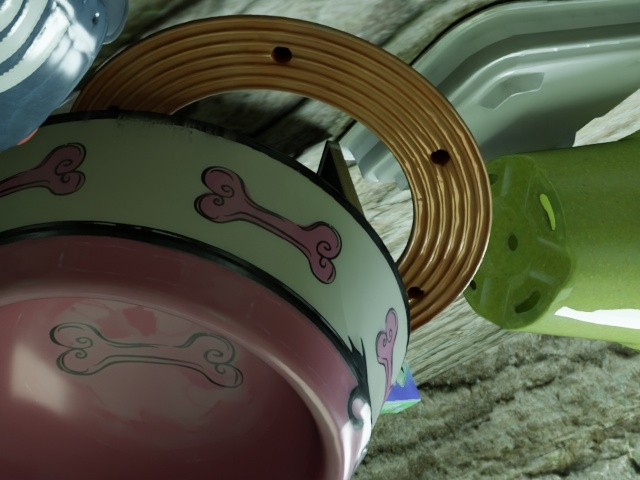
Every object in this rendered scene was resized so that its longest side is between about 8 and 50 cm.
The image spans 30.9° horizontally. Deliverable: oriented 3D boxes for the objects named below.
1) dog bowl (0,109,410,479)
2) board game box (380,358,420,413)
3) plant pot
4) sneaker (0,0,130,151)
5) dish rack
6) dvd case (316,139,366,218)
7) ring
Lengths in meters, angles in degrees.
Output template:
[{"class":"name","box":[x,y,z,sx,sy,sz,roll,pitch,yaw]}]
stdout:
[{"class":"dog bowl","box":[-0.138,0.103,0.912,0.408,0.150,0.408,5,134,5]},{"class":"board game box","box":[-0.018,0.105,1.368,0.046,0.213,0.317,-32,158,31]},{"class":"plant pot","box":[0.290,0.000,1.233,0.254,0.276,0.276,0,155,-31]},{"class":"sneaker","box":[-0.156,-0.144,0.552,0.148,0.131,0.350,-23,173,-27]},{"class":"dish rack","box":[0.206,-0.142,1.178,0.333,0.072,0.285,-13,162,-36]},{"class":"dvd case","box":[0.003,0.019,1.091,0.018,0.221,0.164,12,113,-13]},{"class":"ring","box":[-0.036,-0.032,0.898,0.337,0.032,0.336,4,131,5]}]
